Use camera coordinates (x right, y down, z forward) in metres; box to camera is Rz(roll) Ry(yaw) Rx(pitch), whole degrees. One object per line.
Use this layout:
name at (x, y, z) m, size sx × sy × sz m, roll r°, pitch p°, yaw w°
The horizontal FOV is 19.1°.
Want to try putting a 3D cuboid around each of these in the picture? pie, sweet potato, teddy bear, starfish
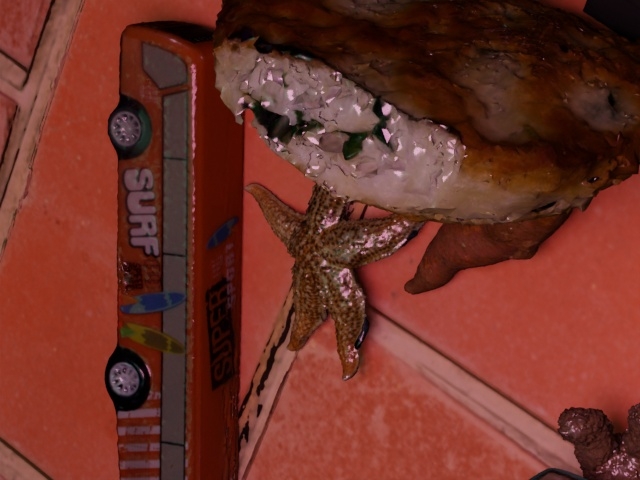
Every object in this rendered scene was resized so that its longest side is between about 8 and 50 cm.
pie at (0.092, -0.110, 1.302) m, size 0.354 × 0.288 × 0.103 m, roll 27°, pitch 120°, yaw 25°
sweet potato at (0.133, -0.011, 1.429) m, size 0.226 × 0.068 × 0.068 m, roll -39°, pitch 74°, yaw 53°
teddy bear at (0.224, 0.180, 1.390) m, size 0.119 × 0.078 × 0.160 m, roll -5°, pitch 113°, yaw 14°
starfish at (0.000, 0.000, 1.533) m, size 0.176 × 0.053 × 0.208 m, roll 31°, pitch 108°, yaw 38°

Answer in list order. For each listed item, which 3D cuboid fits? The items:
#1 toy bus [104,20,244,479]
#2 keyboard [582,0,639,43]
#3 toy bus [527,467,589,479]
toy bus at (-0.121, 0.023, 1.589) m, size 0.092 × 0.093 × 0.409 m, roll 7°, pitch 102°, yaw 26°
keyboard at (0.270, -0.137, 1.332) m, size 0.198 × 0.010 × 0.064 m, roll 37°, pitch 133°, yaw 24°
toy bus at (0.161, 0.283, 1.394) m, size 0.109 × 0.091 × 0.262 m, roll 33°, pitch 134°, yaw 28°
